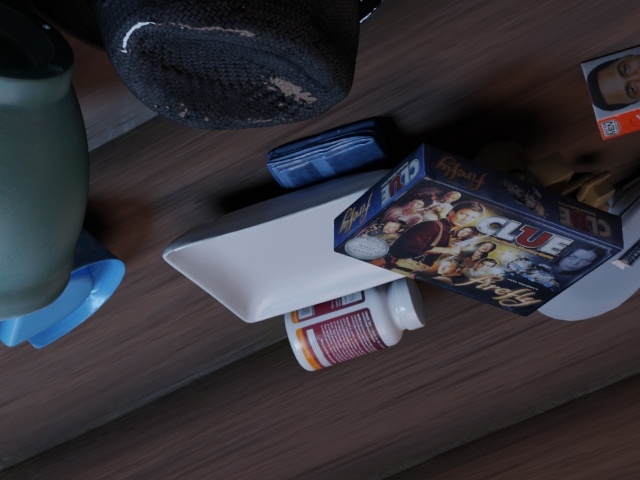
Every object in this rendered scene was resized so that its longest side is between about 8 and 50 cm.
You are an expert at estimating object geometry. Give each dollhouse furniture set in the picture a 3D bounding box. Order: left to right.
[{"bbox_3d":[0.240,-0.076,1.917,0.161,0.101,0.182,-26,158,-25],"label":"dollhouse furniture set"}]

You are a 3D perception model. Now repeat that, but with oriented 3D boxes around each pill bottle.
[{"bbox_3d":[0.042,0.092,2.117,0.152,0.086,0.086,-18,150,14],"label":"pill bottle"}]

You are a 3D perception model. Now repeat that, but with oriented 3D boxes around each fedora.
[{"bbox_3d":[-0.078,-0.186,1.513,0.334,0.152,0.334,-8,151,-4],"label":"fedora"}]

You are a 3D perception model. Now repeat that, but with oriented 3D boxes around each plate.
[{"bbox_3d":[0.000,0.000,1.954,0.277,0.045,0.278,-17,159,13],"label":"plate"}]

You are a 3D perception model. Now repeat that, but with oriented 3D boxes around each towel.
[{"bbox_3d":[0.010,-0.084,1.852,0.119,0.029,0.067,-18,151,12],"label":"towel"}]

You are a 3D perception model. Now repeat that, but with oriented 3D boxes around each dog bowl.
[{"bbox_3d":[-0.342,0.072,1.851,0.297,0.074,0.166,-27,162,-29],"label":"dog bowl"}]

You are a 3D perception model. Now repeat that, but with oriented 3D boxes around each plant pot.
[{"bbox_3d":[-0.316,-0.096,1.504,0.293,0.293,0.196,8,119,-30],"label":"plant pot"}]

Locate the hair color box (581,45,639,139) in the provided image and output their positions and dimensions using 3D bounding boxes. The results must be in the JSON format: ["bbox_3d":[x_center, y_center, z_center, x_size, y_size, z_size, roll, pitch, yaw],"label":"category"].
[{"bbox_3d":[0.335,-0.156,1.788,0.141,0.072,0.043,-17,151,10],"label":"hair color box"}]

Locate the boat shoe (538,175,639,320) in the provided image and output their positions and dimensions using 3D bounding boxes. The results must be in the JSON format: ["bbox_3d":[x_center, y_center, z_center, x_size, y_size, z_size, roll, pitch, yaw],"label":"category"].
[{"bbox_3d":[0.340,0.000,2.052,0.095,0.084,0.258,34,131,-20],"label":"boat shoe"}]

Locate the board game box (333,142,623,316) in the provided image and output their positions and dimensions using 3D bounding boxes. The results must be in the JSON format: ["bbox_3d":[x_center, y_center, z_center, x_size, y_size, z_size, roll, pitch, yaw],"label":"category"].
[{"bbox_3d":[0.158,-0.006,1.824,0.243,0.042,0.165,18,144,-25],"label":"board game box"}]
